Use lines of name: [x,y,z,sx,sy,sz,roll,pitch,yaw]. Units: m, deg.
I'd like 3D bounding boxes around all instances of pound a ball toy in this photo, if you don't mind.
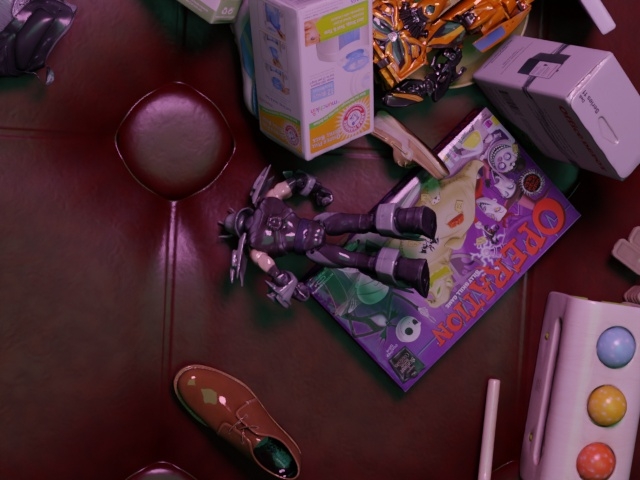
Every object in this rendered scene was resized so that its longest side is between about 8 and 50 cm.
pound a ball toy: [0.329,0.233,1.473,0.208,0.136,0.319,9,92,-13]

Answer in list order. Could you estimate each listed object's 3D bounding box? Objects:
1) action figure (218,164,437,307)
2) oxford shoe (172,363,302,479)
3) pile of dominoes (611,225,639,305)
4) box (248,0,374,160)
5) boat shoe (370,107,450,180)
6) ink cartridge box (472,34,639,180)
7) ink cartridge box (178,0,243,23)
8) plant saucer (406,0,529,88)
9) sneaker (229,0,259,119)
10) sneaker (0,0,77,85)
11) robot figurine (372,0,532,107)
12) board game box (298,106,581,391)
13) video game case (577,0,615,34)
action figure: [0.000,0.000,1.383,0.285,0.099,0.185,9,81,17]
oxford shoe: [-0.102,0.237,1.417,0.212,0.076,0.076,40,87,-10]
pile of dominoes: [0.542,0.020,1.566,0.251,0.040,0.196,-37,100,-15]
box: [-0.009,-0.219,1.326,0.114,0.103,0.203,-25,131,-29]
boat shoe: [0.114,-0.118,1.432,0.045,0.050,0.135,-49,61,10]
ink cartridge box: [0.315,-0.173,1.389,0.087,0.208,0.153,-46,120,-6]
ink cartridge box: [-0.131,-0.402,1.292,0.171,0.056,0.235,38,119,21]
plant saucer: [0.161,-0.323,1.453,0.241,0.037,0.240,-1,95,-12]
sneaker: [-0.072,-0.268,1.386,0.087,0.092,0.228,-16,119,-37]
sneaker: [-0.370,-0.319,1.314,0.153,0.101,0.268,6,98,-13]
robot figurine: [0.149,-0.306,1.388,0.291,0.085,0.211,-37,99,-7]
board game box: [0.164,0.011,1.472,0.347,0.056,0.208,-45,105,-6]
video game case: [0.313,-0.366,1.410,0.023,0.183,0.201,-34,101,17]
